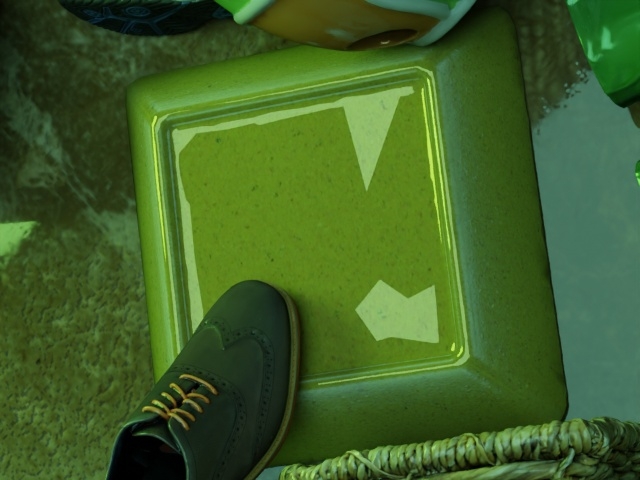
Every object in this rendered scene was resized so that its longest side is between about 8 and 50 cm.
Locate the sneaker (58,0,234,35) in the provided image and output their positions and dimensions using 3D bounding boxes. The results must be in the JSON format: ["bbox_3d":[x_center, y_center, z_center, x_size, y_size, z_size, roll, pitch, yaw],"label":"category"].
[{"bbox_3d":[-0.110,-0.217,1.507,0.211,0.080,0.081,-5,76,8],"label":"sneaker"}]

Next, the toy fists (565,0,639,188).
[{"bbox_3d":[0.289,-0.105,1.346,0.142,0.096,0.279,-24,78,25],"label":"toy fists"}]

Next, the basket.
[{"bbox_3d":[0.087,0.182,1.271,0.213,0.299,0.223,24,94,21],"label":"basket"}]

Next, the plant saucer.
[{"bbox_3d":[0.000,0.000,1.437,0.332,0.081,0.333,-10,81,18],"label":"plant saucer"}]

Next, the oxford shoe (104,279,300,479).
[{"bbox_3d":[-0.086,0.133,1.319,0.097,0.098,0.271,12,62,18],"label":"oxford shoe"}]

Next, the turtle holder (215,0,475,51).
[{"bbox_3d":[0.028,-0.281,1.383,0.227,0.320,0.243,31,134,-14],"label":"turtle holder"}]
